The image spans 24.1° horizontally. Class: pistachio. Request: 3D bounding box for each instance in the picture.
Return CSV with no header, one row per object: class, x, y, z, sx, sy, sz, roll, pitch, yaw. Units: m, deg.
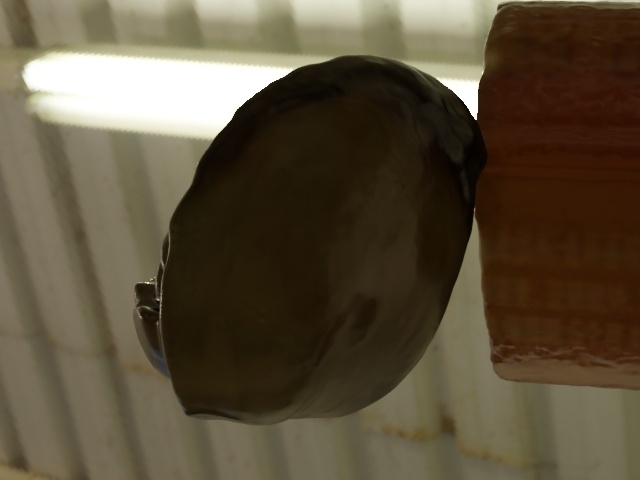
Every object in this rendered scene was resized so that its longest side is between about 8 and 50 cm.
pistachio,0.000,0.000,0.712,0.130,0.210,0.165,22,-31,50

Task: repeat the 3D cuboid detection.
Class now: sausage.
sausage,0.239,-0.023,0.865,0.287,0.233,0.233,4,-61,12
